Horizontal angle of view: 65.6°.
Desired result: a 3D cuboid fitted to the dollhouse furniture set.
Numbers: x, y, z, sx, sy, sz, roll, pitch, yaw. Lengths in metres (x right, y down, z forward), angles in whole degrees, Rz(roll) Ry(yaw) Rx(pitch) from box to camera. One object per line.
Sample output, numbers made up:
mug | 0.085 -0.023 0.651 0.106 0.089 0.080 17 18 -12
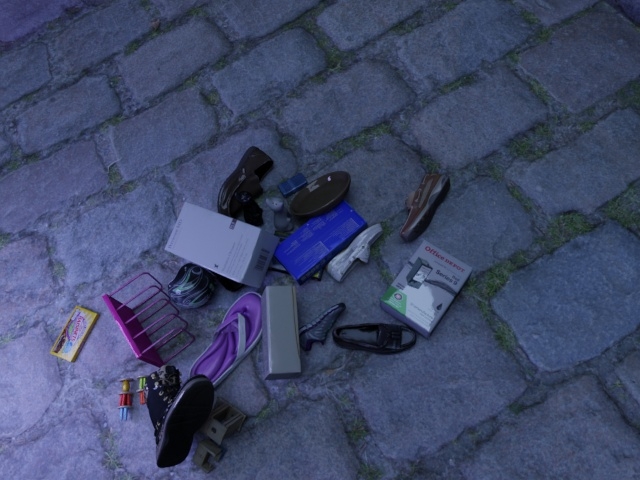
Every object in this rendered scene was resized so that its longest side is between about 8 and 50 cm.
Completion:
dollhouse furniture set | -0.371 0.668 1.720 0.129 0.129 0.183 28 103 20

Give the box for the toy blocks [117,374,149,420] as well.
toy blocks | -0.684 0.579 1.824 0.123 0.054 0.148 -10 66 5

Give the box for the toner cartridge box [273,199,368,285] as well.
toner cartridge box | 0.000 0.000 1.910 0.348 0.075 0.165 -39 66 -10

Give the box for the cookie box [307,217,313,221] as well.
cookie box | 0.010 -0.112 2.026 0.092 0.040 0.107 26 73 17

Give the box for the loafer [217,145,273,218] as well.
loafer | -0.309 -0.235 2.077 0.130 0.134 0.366 19 71 16

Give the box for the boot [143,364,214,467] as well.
boot | -0.488 0.528 1.665 0.284 0.138 0.377 50 126 47

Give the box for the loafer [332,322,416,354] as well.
loafer | 0.190 0.345 1.768 0.303 0.095 0.109 0 67 9

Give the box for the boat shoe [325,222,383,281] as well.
boat shoe | 0.150 0.052 1.907 0.277 0.098 0.096 -43 68 -1

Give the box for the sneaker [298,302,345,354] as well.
sneaker | 0.015 0.322 1.824 0.224 0.083 0.098 -36 76 4

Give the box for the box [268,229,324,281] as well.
box | -0.091 0.059 1.964 0.233 0.044 0.159 12 68 14

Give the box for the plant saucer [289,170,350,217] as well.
plant saucer | 0.003 -0.180 1.984 0.278 0.041 0.278 -25 29 15

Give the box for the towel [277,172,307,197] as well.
towel | -0.117 -0.235 2.106 0.119 0.029 0.067 -29 66 -4

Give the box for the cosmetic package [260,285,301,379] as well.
cosmetic package | -0.146 0.331 1.778 0.113 0.160 0.309 0 67 -15

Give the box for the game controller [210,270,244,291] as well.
game controller | -0.390 0.059 1.999 0.166 0.067 0.319 -43 67 -10

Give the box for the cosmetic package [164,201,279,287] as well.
cosmetic package | -0.375 0.014 1.885 0.385 0.156 0.217 18 84 25

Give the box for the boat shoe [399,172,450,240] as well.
boat shoe | 0.389 -0.137 1.945 0.116 0.123 0.324 26 66 26

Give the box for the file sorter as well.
file sorter | -0.630 0.293 1.860 0.182 0.202 0.290 -37 66 -9

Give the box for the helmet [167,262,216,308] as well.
helmet | -0.496 0.186 1.911 0.169 0.169 0.161 20 62 16

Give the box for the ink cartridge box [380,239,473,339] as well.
ink cartridge box | 0.382 0.173 1.799 0.211 0.121 0.289 33 75 20

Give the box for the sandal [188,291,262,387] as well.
sandal | -0.334 0.371 1.833 0.169 0.102 0.416 26 71 16

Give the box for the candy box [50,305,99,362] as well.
candy box | -0.976 0.370 1.975 0.105 0.027 0.206 18 71 12

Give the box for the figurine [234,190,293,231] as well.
figurine | -0.221 -0.124 1.974 0.215 0.209 0.092 11 69 13
